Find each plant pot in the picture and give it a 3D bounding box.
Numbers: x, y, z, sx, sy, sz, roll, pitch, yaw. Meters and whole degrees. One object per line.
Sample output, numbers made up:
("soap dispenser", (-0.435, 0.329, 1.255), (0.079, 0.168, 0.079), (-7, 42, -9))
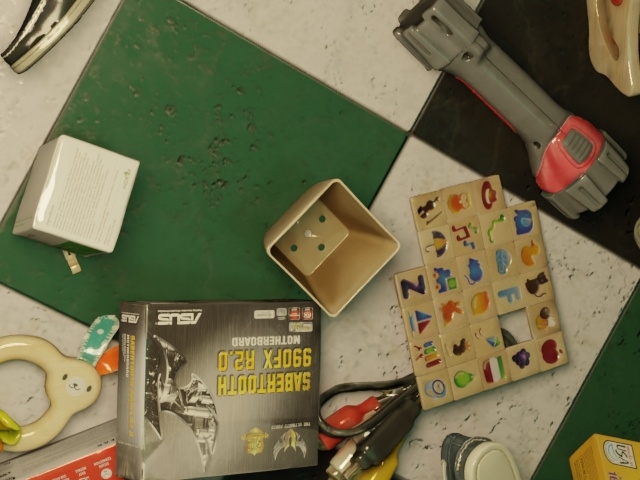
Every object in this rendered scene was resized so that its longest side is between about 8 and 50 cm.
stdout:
("plant pot", (0.000, 0.000, 1.612), (0.109, 0.096, 0.109), (-46, 111, -6))

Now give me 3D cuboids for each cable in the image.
("cable", (0.092, 0.178, 1.713), (0.287, 0.072, 0.139), (-42, 97, -20))

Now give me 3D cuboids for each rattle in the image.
("rattle", (-0.276, 0.151, 1.531), (0.200, 0.143, 0.130), (-14, 85, -9))

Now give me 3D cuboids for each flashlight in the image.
("flashlight", (0.209, -0.154, 1.658), (0.304, 0.103, 0.103), (40, 120, -16))

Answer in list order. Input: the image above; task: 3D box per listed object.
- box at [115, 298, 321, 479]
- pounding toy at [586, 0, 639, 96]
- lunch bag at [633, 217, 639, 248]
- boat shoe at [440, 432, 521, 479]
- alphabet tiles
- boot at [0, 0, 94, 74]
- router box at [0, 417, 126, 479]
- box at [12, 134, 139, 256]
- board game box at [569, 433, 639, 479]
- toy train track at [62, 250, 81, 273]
("box", (-0.104, 0.153, 1.573), (0.231, 0.056, 0.183), (2, 89, -39))
("pounding toy", (0.393, -0.303, 1.655), (0.155, 0.154, 0.269), (-9, 103, -16))
("lunch bag", (0.562, 0.020, 1.752), (0.305, 0.212, 0.256), (-39, 126, -7))
("boat shoe", (0.195, 0.339, 1.746), (0.095, 0.079, 0.254), (-33, 117, -26))
("alphabet tiles", (0.177, 0.053, 1.702), (0.198, 0.009, 0.237), (-15, 96, -23))
("boot", (-0.290, -0.302, 1.469), (0.179, 0.085, 0.236), (36, 81, -18))
("router box", (-0.291, 0.381, 1.593), (0.335, 0.082, 0.301), (-21, 106, -14))
("box", (-0.248, -0.043, 1.511), (0.087, 0.101, 0.102), (20, 79, -21))
("board game box", (0.464, 0.369, 1.767), (0.317, 0.242, 0.064), (13, 136, -21))
("toy train track", (-0.270, -0.003, 1.567), (0.048, 0.014, 0.083), (-23, 107, -13))
